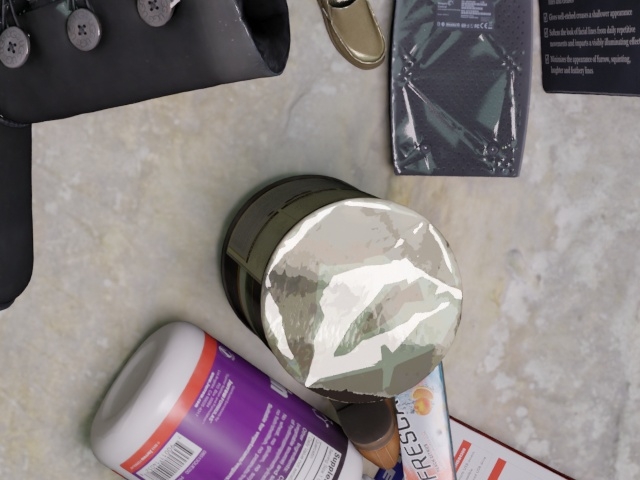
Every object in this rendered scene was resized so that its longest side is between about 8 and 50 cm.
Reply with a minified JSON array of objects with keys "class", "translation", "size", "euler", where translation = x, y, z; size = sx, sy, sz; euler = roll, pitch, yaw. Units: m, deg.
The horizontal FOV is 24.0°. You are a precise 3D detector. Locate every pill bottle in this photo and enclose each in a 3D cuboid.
[{"class":"pill bottle","translation":[-0.082,0.243,1.671],"size":[0.323,0.181,0.181],"euler":[36,87,-16]}]

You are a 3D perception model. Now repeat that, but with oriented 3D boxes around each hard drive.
[{"class":"hard drive","translation":[0.158,-0.202,1.745],"size":[0.172,0.054,0.255],"euler":[0,97,-14]}]

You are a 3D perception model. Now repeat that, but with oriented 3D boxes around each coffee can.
[{"class":"coffee can","translation":[0.013,0.041,1.568],"size":[0.201,0.275,0.202],"euler":[-1,97,-11]}]

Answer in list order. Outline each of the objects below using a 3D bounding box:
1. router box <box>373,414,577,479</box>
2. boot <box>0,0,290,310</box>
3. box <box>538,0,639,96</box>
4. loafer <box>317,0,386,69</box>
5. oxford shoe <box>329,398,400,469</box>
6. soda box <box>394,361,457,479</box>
[{"class":"router box","translation":[0.173,0.405,1.808],"size":[0.301,0.082,0.335],"euler":[29,89,-16]},{"class":"boot","translation":[-0.224,-0.139,1.491],"size":[0.445,0.146,0.367],"euler":[-14,102,22]},{"class":"box","translation":[0.386,-0.361,1.661],"size":[0.212,0.293,0.396],"euler":[-6,99,-14]},{"class":"loafer","translation":[0.030,-0.259,1.707],"size":[0.056,0.050,0.148],"euler":[-34,104,-8]},{"class":"oxford shoe","translation":[0.043,0.173,1.703],"size":[0.076,0.212,0.076],"euler":[-21,131,6]},{"class":"soda box","translation":[0.118,0.217,1.700],"size":[0.058,0.063,0.183],"euler":[-8,85,6]}]
